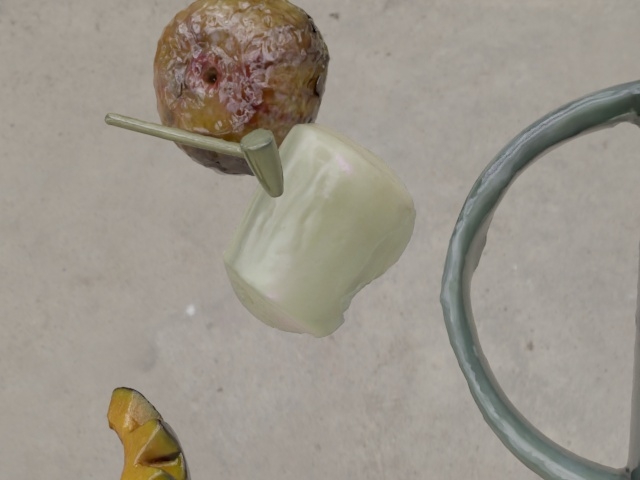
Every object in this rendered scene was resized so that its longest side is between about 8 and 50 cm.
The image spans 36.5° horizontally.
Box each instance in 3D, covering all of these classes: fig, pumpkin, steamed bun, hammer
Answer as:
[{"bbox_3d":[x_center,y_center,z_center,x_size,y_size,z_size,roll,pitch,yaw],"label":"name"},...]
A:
[{"bbox_3d":[-0.076,-0.253,1.529,0.286,0.286,0.368,27,24,24],"label":"fig"},{"bbox_3d":[-0.151,0.273,0.882,0.130,0.149,0.254,-8,51,33],"label":"pumpkin"},{"bbox_3d":[0.000,0.000,1.070,0.170,0.200,0.226,31,89,7],"label":"steamed bun"},{"bbox_3d":[-0.113,-0.082,0.843,0.195,0.060,0.028,17,51,32],"label":"hammer"}]

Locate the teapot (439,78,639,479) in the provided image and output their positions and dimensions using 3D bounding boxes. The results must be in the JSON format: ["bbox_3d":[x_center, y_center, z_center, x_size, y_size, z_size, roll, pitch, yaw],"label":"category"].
[{"bbox_3d":[0.185,0.017,0.384,0.270,0.200,0.337,4,91,16],"label":"teapot"}]
